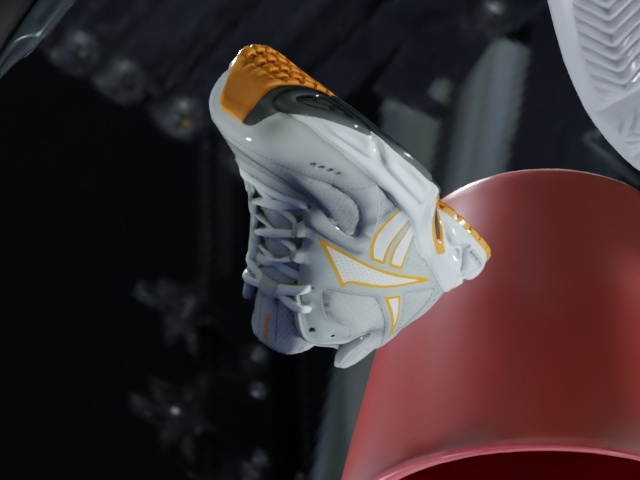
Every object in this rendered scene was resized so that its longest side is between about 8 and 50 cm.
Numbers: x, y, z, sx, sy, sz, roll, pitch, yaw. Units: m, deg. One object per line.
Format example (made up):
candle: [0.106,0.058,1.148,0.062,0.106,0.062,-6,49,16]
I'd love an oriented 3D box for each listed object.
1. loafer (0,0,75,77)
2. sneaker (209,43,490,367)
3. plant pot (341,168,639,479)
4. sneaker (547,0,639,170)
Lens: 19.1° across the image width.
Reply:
loafer: [-0.267,-0.120,1.286,0.109,0.095,0.302,-29,-158,51]
sneaker: [0.000,0.000,0.969,0.121,0.262,0.099,-49,-121,-1]
plant pot: [0.151,0.104,1.264,0.275,0.275,0.243,-27,-138,34]
sneaker: [0.152,-0.103,0.578,0.125,0.321,0.180,-26,-123,27]
